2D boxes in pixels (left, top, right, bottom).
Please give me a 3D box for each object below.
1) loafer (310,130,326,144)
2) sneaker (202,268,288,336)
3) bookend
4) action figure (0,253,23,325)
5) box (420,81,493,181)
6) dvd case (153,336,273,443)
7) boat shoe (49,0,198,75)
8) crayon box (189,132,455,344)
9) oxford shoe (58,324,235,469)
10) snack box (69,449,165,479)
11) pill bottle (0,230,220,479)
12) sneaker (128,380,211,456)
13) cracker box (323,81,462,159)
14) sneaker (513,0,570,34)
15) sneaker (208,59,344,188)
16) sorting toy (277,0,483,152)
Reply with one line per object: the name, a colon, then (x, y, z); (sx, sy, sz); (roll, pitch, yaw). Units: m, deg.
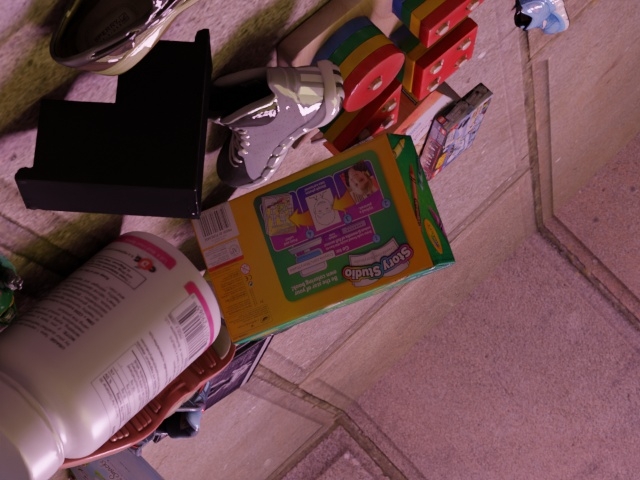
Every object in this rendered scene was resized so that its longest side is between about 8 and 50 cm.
loafer: (0.029, -0.157, 1.901); (0.125, 0.039, 0.045); (-29, -167, -37)
sneaker: (-0.038, 0.006, 2.030); (0.384, 0.145, 0.147); (-36, 153, -56)
bookend: (-0.179, -0.106, 1.345); (0.157, 0.156, 0.072); (3, 159, -1)
action figure: (-0.332, 0.049, 1.452); (0.137, 0.063, 0.232); (-46, 170, -5)
box: (0.182, -0.147, 2.078); (0.094, 0.027, 0.137); (-40, 165, -25)
dvd case: (-0.176, 0.236, 2.501); (0.221, 0.018, 0.164); (-31, 160, -38)
boat shoe: (-0.133, -0.212, 1.191); (0.223, 0.080, 0.073); (-46, 172, 27)
crayon box: (0.000, 0.000, 1.796); (0.278, 0.165, 0.081); (-22, 173, 21)
oxford shoe: (-0.269, 0.214, 1.946); (0.397, 0.140, 0.146); (-24, 163, -49)
snack box: (-0.291, 0.365, 2.235); (0.070, 0.174, 0.207); (-41, 165, -24)
pill bottle: (-0.254, 0.129, 1.623); (0.283, 0.160, 0.160); (-42, 168, -34)
sneaker: (-0.208, 0.227, 2.164); (0.262, 0.125, 0.104); (-29, 163, -44)
cracker box: (0.110, -0.153, 2.056); (0.156, 0.067, 0.232); (-46, 166, 12)
sneaker: (0.304, -0.326, 2.143); (0.073, 0.063, 0.162); (-27, 164, 9)
sneaker: (-0.086, -0.128, 1.610); (0.132, 0.086, 0.228); (1, 154, -35)
sorting toy: (0.077, -0.214, 1.741); (0.255, 0.089, 0.257); (-40, 166, -13)
